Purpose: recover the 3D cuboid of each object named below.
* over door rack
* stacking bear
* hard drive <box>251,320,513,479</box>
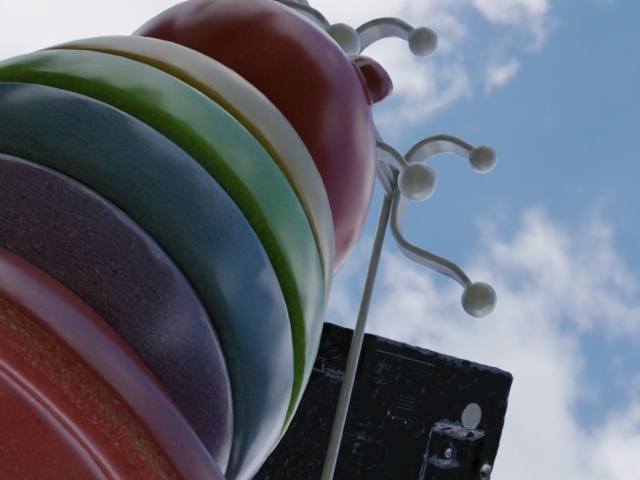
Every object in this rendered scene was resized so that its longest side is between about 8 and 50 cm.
[{"bbox_3d":[0.000,0.000,0.972,0.108,0.239,0.324,4,-126,33],"label":"over door rack"},{"bbox_3d":[-0.063,0.009,0.574,0.175,0.164,0.289,-10,-158,25],"label":"stacking bear"},{"bbox_3d":[-0.016,0.219,1.090,0.064,0.237,0.339,8,-96,50],"label":"hard drive"}]
